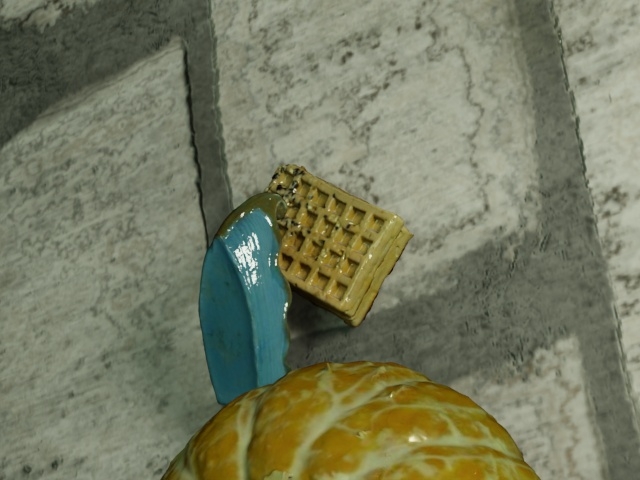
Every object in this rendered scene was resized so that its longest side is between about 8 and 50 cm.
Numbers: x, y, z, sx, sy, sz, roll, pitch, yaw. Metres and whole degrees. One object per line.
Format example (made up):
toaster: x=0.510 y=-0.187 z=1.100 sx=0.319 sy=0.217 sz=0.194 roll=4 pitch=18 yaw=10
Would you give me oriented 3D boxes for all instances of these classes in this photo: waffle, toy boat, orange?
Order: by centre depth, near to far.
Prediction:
orange: x=0.019 y=0.246 z=1.024 sx=0.329 sy=0.249 sz=0.329 roll=-13 pitch=60 yaw=23
toy boat: x=-0.052 y=0.054 z=1.225 sx=0.075 sy=0.077 sz=0.185 roll=3 pitch=106 yaw=43
waffle: x=0.000 y=0.000 z=1.261 sx=0.148 sy=0.042 sz=0.102 roll=28 pitch=89 yaw=39
